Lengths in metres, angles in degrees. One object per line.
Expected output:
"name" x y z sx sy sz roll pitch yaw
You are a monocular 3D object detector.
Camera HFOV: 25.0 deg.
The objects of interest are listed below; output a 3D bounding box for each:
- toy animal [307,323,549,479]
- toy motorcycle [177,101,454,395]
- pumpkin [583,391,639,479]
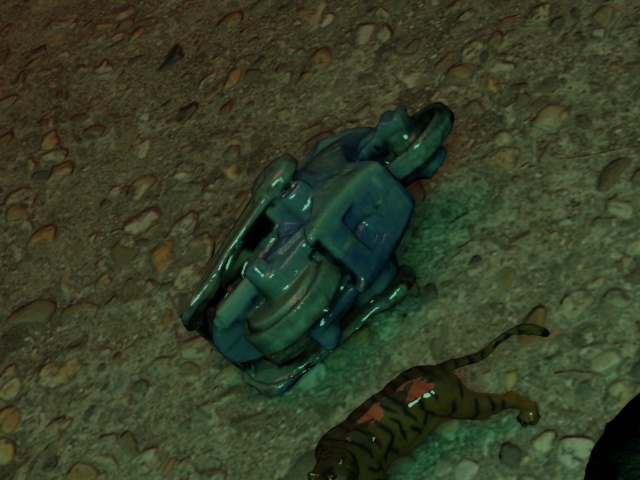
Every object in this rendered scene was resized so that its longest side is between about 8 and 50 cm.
"toy animal" 0.089 0.144 1.252 0.255 0.116 0.114 -41 42 -14
"toy motorcycle" -0.014 -0.017 1.435 0.241 0.182 0.319 16 59 42
"pumpkin" 0.303 0.193 1.029 0.233 0.163 0.233 -16 43 16
